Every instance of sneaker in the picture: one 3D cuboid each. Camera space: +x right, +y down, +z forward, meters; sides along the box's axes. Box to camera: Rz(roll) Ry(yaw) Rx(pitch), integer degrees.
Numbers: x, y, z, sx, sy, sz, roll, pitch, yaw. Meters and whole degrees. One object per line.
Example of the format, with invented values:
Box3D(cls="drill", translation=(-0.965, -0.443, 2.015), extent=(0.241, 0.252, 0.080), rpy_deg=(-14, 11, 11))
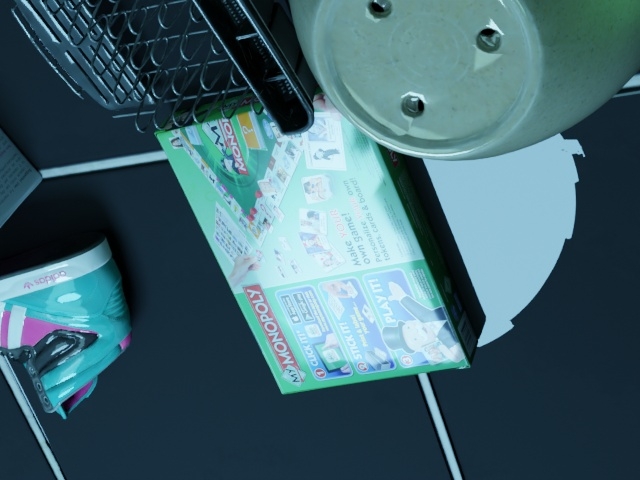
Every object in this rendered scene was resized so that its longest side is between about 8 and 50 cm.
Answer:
Box3D(cls="sneaker", translation=(-0.320, 0.110, 1.519), extent=(0.295, 0.124, 0.178), rpy_deg=(-15, 106, 27))

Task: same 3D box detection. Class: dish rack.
Box3D(cls="dish rack", translation=(-0.148, -0.176, 1.244), extent=(0.271, 0.074, 0.208), rpy_deg=(-5, 137, 31))

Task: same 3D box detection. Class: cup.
Box3D(cls="cup", translation=(0.109, -0.191, 1.081), extent=(0.331, 0.237, 0.331), rpy_deg=(10, 125, 14))

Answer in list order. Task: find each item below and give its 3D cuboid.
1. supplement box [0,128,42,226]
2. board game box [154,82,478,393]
Box3D(cls="supplement box", translation=(-0.404, -0.096, 1.413), extent=(0.111, 0.114, 0.220), rpy_deg=(-28, 111, 32))
Box3D(cls="board game box", translation=(0.000, 0.000, 1.368), extent=(0.213, 0.046, 0.317), rpy_deg=(-10, 118, 27))
